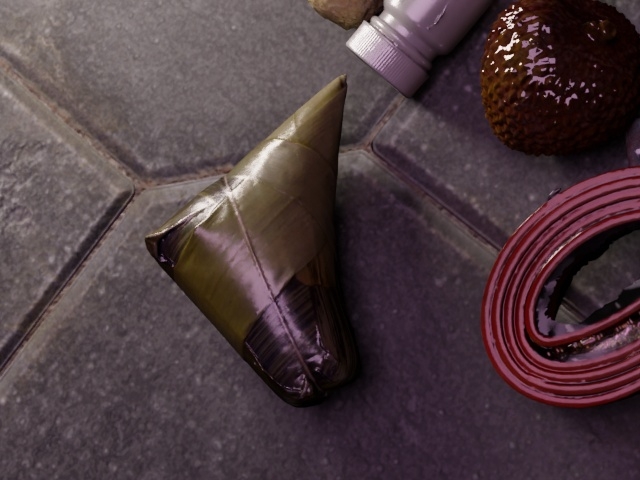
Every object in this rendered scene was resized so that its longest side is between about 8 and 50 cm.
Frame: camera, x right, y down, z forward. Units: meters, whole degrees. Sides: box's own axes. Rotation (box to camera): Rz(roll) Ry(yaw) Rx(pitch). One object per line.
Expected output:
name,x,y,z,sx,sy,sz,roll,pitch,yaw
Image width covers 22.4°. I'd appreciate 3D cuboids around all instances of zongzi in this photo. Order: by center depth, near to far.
zongzi,0.000,0.000,1.869,0.317,0.154,0.289,-44,73,2

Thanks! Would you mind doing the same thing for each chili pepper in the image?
chili pepper,0.366,-0.083,1.786,0.050,0.041,0.153,-9,90,41

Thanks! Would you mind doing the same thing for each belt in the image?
belt,0.323,0.040,1.718,0.324,0.115,0.227,-39,77,14

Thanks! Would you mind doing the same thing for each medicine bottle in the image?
medicine bottle,0.120,-0.261,1.895,0.105,0.105,0.168,43,96,25

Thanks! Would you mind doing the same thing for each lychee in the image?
lychee,0.265,-0.179,1.774,0.194,0.194,0.194,-5,76,22

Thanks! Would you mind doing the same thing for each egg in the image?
egg,0.031,-0.323,1.941,0.118,0.116,0.140,-25,68,41
